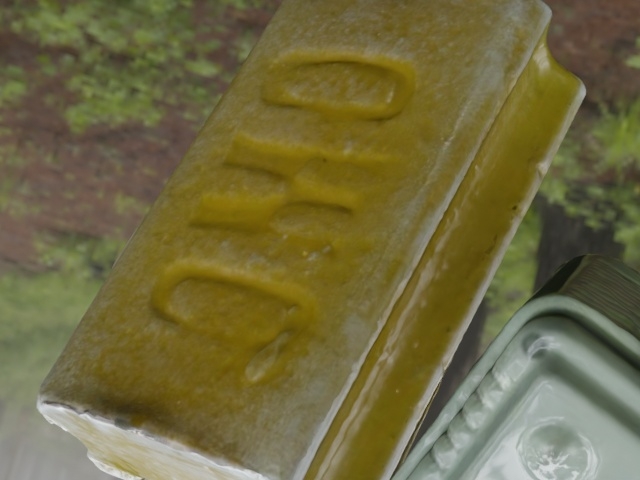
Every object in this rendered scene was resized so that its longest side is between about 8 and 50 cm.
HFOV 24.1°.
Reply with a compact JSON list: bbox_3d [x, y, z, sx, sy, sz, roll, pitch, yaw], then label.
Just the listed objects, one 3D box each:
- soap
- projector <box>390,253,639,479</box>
[{"bbox_3d":[0.000,0.000,0.736,0.173,0.274,0.089,10,150,37],"label":"soap"},{"bbox_3d":[0.115,0.155,0.422,0.257,0.192,0.099,38,-160,10],"label":"projector"}]
